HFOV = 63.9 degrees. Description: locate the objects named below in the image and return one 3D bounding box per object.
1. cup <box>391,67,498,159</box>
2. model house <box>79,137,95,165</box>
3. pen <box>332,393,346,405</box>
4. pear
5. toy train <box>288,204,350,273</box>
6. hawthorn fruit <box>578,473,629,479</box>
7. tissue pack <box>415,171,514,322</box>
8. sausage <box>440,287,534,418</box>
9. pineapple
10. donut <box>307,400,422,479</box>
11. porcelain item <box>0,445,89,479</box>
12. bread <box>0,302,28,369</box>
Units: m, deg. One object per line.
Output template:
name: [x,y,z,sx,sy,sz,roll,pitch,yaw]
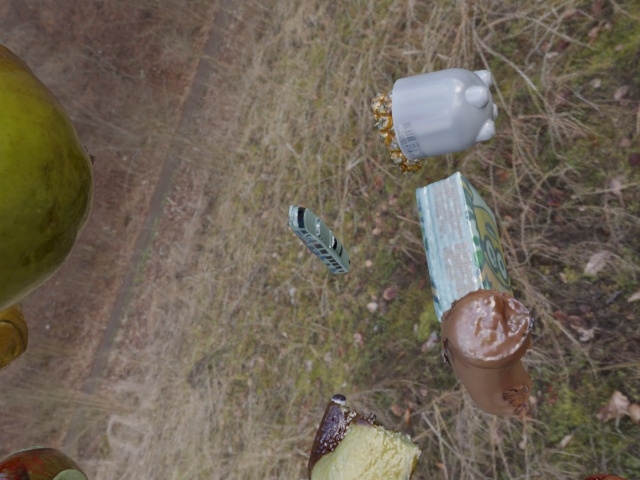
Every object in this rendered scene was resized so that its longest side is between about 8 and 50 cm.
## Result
cup: [0.212,-0.194,0.836,0.141,0.173,0.134,-5,53,27]
model house: [-0.426,-0.139,0.893,0.057,0.058,0.083,-169,95,-71]
pen: [0.023,0.454,1.062,0.033,0.033,0.269,-170,85,-69]
pear: [-0.254,-0.038,0.338,0.200,0.200,0.200,-52,28,42]
toy train: [0.000,0.000,0.901,0.047,0.207,0.043,-10,61,22]
hawthorn fruit: [0.418,0.404,0.709,0.148,0.172,0.148,-36,38,35]
tissue pack: [0.315,0.044,1.096,0.128,0.228,0.311,-21,58,29]
sausage: [0.166,0.121,0.494,0.078,0.304,0.078,-10,58,18]
pineapple: [0.174,-0.269,1.190,0.079,0.135,0.233,-24,73,21]
donut: [0.041,0.280,0.658,0.141,0.085,0.217,-63,5,-18]
porcelain item: [-0.532,0.497,0.898,0.253,0.252,0.253,-52,28,42]
bread: [-0.800,0.149,1.023,0.337,0.328,0.148,38,121,33]
